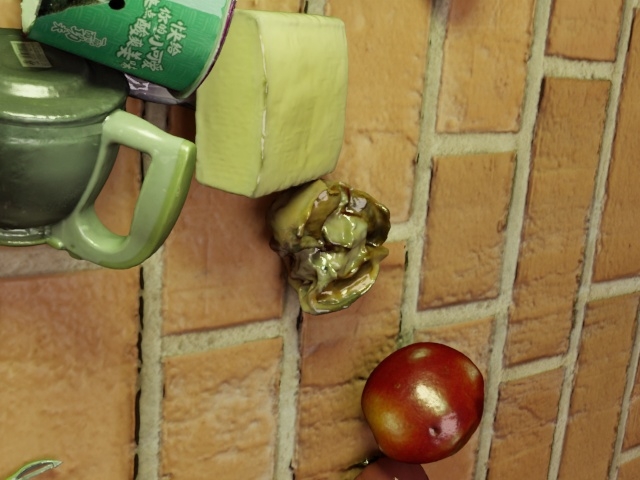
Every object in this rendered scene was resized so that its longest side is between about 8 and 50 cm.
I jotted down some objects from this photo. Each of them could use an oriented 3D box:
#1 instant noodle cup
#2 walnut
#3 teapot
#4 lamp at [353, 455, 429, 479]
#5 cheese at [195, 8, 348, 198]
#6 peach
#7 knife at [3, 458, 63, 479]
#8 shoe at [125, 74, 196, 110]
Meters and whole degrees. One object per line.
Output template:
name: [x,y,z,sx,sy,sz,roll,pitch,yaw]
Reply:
instant noodle cup: [-0.224,-0.304,0.870,0.190,0.251,0.251,9,99,-30]
walnut: [0.007,-0.009,1.262,0.204,0.141,0.238,-37,132,-24]
teapot: [-0.327,-0.109,0.946,0.321,0.240,0.240,7,124,-16]
lamp: [0.127,0.497,1.507,0.181,0.140,0.182,-21,133,-24]
cheese: [-0.062,-0.204,1.104,0.265,0.123,0.243,-26,126,-60]
peach: [0.194,0.299,1.423,0.243,0.243,0.200,-41,116,-17]
knife: [-0.470,0.358,1.122,0.184,0.026,0.022,-21,144,-26]
shoe: [-0.211,-0.258,1.073,0.244,0.095,0.138,6,97,-39]
